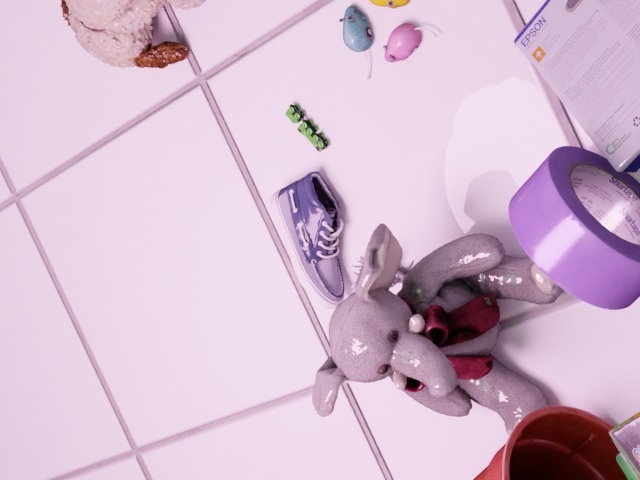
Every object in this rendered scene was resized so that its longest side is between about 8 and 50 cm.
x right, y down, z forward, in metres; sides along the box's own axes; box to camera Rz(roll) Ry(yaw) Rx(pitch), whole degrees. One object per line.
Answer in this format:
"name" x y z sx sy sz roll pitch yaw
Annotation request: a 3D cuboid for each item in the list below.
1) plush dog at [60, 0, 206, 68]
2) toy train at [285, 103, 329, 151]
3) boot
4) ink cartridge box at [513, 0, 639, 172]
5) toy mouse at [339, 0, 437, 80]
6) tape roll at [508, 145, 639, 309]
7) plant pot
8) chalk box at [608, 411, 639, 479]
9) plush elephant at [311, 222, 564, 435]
"plush dog" -0.305 -0.348 1.679 0.262 0.210 0.225 37 149 22
"toy train" -0.019 -0.158 1.631 0.083 0.017 0.024 51 136 10
"boot" 0.000 0.000 1.637 0.086 0.069 0.190 -30 86 41
"ink cartridge box" 0.357 -0.231 1.310 0.223 0.045 0.224 -51 57 34
"toy mouse" 0.074 -0.273 1.517 0.161 0.031 0.143 33 122 22
"tape roll" 0.318 -0.016 1.336 0.189 0.189 0.080 46 126 13
"plant pot" 0.271 0.394 1.479 0.272 0.272 0.265 51 135 10
"chalk box" 0.446 0.236 1.356 0.213 0.132 0.132 -45 71 42
"plush elephant" 0.126 0.119 1.473 0.330 0.255 0.272 25 118 26
